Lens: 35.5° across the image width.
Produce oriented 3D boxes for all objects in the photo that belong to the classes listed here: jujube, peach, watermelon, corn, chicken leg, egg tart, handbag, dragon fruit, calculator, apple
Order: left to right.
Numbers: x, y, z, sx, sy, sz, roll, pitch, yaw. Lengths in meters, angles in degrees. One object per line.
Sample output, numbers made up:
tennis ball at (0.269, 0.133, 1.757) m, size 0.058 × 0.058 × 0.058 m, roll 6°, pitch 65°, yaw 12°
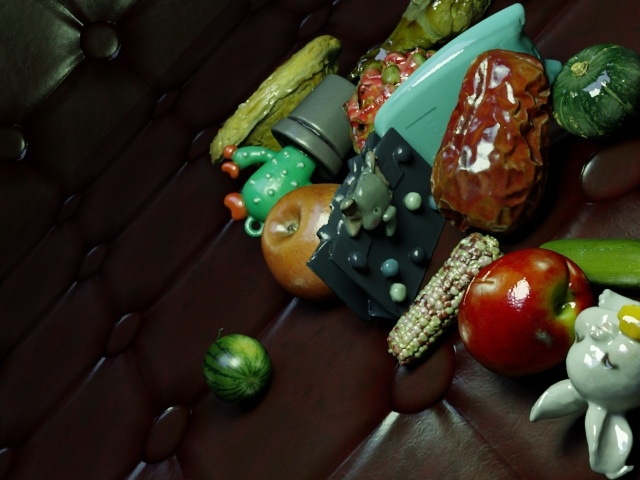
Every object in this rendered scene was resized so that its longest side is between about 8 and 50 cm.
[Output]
watermelon at (-0.178, 0.256, 2.061) m, size 0.141 × 0.140 × 0.187 m, roll -49°, pitch 28°, yaw -2°
egg tart at (-0.088, -0.312, 2.483) m, size 0.443 × 0.178 × 0.443 m, roll -43°, pitch 5°, yaw 5°
apple at (0.000, 0.000, 2.065) m, size 0.272 × 0.206 × 0.252 m, roll 13°, pitch 68°, yaw 55°
handbag at (0.116, -0.036, 1.894) m, size 0.118 × 0.269 × 0.326 m, roll -7°, pitch 50°, yaw 45°
dragon fruit at (0.180, -0.278, 2.127) m, size 0.303 × 0.237 × 0.231 m, roll -49°, pitch 25°, yaw -19°
chicken leg at (0.238, -0.509, 2.429) m, size 0.429 × 0.152 × 0.201 m, roll -38°, pitch 19°, yaw 29°
corn at (0.219, 0.103, 1.782) m, size 0.280 × 0.092 × 0.092 m, roll -48°, pitch 30°, yaw 3°
calculator at (0.285, -0.273, 1.967) m, size 0.386 × 0.256 × 0.054 m, roll -36°, pitch 41°, yaw 14°
jujube at (0.319, -0.181, 1.814) m, size 0.216 × 0.216 × 0.342 m, roll 1°, pitch 73°, yaw 52°
peach at (0.315, 0.112, 1.560) m, size 0.226 × 0.189 × 0.196 m, roll 155°, pitch 111°, yaw -62°

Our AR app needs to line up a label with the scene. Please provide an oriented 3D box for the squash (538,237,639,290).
squash at (0.464, 0.037, 1.553) m, size 0.331 × 0.087 × 0.087 m, roll 0°, pitch 55°, yaw 55°

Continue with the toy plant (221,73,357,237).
toy plant at (-0.042, -0.173, 2.249) m, size 0.400 × 0.279 × 0.185 m, roll -52°, pitch 22°, yaw -10°

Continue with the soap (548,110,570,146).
soap at (0.402, -0.211, 1.944) m, size 0.149 × 0.056 × 0.100 m, roll -33°, pitch 31°, yaw 23°

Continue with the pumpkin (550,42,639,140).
pumpkin at (0.502, -0.268, 1.795) m, size 0.190 × 0.146 × 0.190 m, roll -54°, pitch 10°, yaw 14°

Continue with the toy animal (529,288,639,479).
toy animal at (0.443, 0.160, 1.381) m, size 0.208 × 0.154 × 0.325 m, roll 38°, pitch 101°, yaw 46°
